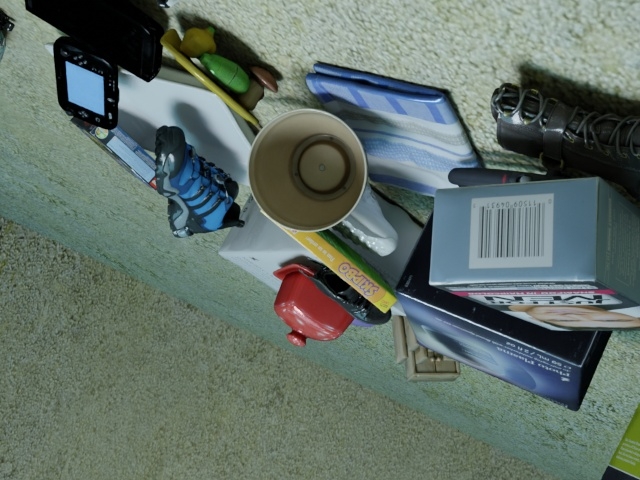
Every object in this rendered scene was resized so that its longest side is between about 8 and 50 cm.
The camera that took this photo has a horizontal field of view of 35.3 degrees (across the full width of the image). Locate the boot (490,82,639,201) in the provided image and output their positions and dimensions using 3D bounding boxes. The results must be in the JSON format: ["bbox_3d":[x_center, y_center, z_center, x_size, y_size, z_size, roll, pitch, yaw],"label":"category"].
[{"bbox_3d":[0.284,-0.110,1.044,0.229,0.091,0.263,23,167,13],"label":"boot"}]

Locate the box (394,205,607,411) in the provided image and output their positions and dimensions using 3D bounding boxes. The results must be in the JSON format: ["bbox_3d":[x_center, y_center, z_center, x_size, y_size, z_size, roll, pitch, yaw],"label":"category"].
[{"bbox_3d":[0.300,0.107,1.574,0.296,0.182,0.294,22,165,21],"label":"box"}]

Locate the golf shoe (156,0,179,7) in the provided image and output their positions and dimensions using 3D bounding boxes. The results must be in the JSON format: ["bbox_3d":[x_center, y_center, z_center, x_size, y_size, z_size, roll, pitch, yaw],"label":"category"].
[{"bbox_3d":[-0.206,-0.339,1.103,0.198,0.093,0.077,39,162,-34],"label":"golf shoe"}]

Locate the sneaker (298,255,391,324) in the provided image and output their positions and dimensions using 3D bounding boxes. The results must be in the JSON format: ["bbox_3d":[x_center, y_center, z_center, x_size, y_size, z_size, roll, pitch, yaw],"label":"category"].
[{"bbox_3d":[0.042,0.081,1.572,0.170,0.051,0.089,32,173,-4],"label":"sneaker"}]

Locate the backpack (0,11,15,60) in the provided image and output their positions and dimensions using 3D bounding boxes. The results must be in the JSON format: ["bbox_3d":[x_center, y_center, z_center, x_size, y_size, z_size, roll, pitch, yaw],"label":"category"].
[{"bbox_3d":[-0.612,-0.344,1.731,0.152,0.115,0.182,26,168,-7],"label":"backpack"}]

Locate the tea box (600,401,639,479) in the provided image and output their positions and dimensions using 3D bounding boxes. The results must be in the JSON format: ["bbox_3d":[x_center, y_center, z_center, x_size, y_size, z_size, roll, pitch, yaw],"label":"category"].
[{"bbox_3d":[0.683,0.432,1.693,0.329,0.323,0.220,30,175,-8],"label":"tea box"}]

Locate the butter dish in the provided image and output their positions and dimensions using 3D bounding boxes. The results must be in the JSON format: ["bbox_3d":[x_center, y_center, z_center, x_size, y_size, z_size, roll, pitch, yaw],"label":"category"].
[{"bbox_3d":[-0.017,0.122,1.685,0.160,0.118,0.160,31,163,-12],"label":"butter dish"}]

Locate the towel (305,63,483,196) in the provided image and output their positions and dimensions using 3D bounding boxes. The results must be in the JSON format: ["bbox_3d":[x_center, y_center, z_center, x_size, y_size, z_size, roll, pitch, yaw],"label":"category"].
[{"bbox_3d":[0.113,-0.134,1.366,0.209,0.034,0.285,17,162,29],"label":"towel"}]

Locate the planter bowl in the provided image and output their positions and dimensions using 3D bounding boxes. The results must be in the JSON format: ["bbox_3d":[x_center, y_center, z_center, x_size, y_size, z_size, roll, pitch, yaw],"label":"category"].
[{"bbox_3d":[-0.007,-0.098,1.365,0.162,0.162,0.109,24,-168,9],"label":"planter bowl"}]

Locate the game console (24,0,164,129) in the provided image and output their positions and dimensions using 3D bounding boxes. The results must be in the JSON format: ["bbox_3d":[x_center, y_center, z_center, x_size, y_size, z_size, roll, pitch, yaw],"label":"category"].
[{"bbox_3d":[-0.337,-0.269,1.501,0.213,0.044,0.361,31,153,4],"label":"game console"}]

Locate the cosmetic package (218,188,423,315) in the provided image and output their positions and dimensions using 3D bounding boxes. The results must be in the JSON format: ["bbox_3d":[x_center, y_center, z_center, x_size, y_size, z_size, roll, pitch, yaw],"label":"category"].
[{"bbox_3d":[0.008,0.013,1.797,0.217,0.156,0.385,35,164,-24],"label":"cosmetic package"}]

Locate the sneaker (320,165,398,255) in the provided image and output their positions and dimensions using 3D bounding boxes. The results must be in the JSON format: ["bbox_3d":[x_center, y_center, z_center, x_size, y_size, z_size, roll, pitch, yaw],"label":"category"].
[{"bbox_3d":[0.041,-0.064,1.482,0.235,0.095,0.090,39,167,38],"label":"sneaker"}]

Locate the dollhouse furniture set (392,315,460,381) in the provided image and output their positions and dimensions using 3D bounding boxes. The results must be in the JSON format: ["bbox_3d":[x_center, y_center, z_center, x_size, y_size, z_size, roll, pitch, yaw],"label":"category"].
[{"bbox_3d":[0.236,0.153,1.886,0.212,0.160,0.242,2,156,-14],"label":"dollhouse furniture set"}]

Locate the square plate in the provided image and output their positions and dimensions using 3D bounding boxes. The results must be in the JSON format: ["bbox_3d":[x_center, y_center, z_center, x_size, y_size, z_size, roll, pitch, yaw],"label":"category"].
[{"bbox_3d":[-0.240,-0.208,1.682,0.347,0.049,0.344,20,164,25],"label":"square plate"}]

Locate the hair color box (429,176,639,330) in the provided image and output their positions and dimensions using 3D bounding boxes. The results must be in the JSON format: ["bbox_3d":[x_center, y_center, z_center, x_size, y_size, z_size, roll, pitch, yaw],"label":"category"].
[{"bbox_3d":[0.295,0.029,1.186,0.185,0.113,0.374,-3,167,33],"label":"hair color box"}]

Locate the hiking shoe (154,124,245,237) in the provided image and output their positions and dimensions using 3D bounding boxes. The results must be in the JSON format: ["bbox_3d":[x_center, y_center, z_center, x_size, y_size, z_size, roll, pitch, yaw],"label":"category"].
[{"bbox_3d":[-0.209,-0.108,1.732,0.132,0.113,0.304,-5,156,0],"label":"hiking shoe"}]

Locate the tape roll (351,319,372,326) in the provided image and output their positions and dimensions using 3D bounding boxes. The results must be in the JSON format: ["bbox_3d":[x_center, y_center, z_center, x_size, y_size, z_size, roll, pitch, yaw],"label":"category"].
[{"bbox_3d":[0.011,0.084,2.158,0.275,0.090,0.275,25,166,7],"label":"tape roll"}]

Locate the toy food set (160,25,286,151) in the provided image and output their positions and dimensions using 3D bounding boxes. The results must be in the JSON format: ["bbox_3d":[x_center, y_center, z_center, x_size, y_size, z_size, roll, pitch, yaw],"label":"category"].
[{"bbox_3d":[-0.120,-0.229,1.396,0.218,0.071,0.128,39,-175,-33],"label":"toy food set"}]

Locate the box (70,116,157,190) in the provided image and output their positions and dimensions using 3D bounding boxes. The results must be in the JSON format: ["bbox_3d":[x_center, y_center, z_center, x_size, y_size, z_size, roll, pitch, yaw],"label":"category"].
[{"bbox_3d":[-0.378,-0.176,1.883,0.159,0.044,0.233,43,174,-24],"label":"box"}]

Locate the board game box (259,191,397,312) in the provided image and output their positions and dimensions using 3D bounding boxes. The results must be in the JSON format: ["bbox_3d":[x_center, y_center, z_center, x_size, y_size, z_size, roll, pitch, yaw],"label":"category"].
[{"bbox_3d":[0.000,0.000,1.471,0.259,0.039,0.124,42,-173,-13],"label":"board game box"}]

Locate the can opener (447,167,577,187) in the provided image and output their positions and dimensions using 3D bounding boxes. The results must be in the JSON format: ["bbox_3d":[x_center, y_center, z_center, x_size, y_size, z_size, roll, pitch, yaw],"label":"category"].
[{"bbox_3d":[0.245,-0.070,1.276,0.186,0.073,0.059,15,168,34],"label":"can opener"}]
